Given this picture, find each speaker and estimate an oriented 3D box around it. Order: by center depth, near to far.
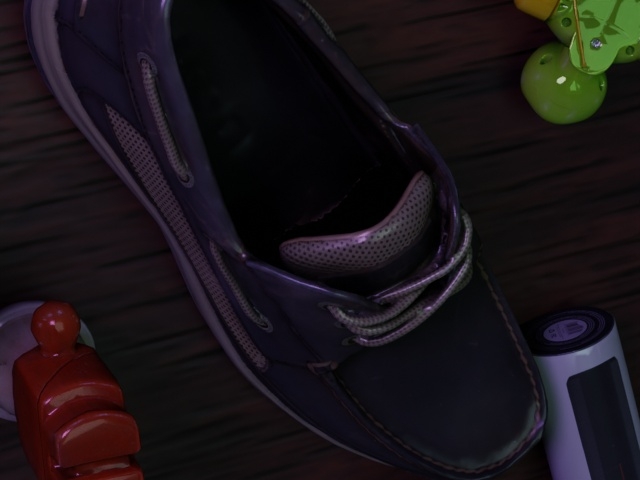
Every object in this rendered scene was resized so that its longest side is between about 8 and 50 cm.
[{"bbox_3d":[0.147,0.107,1.002,0.055,0.055,0.136,-24,113,-18],"label":"speaker"}]

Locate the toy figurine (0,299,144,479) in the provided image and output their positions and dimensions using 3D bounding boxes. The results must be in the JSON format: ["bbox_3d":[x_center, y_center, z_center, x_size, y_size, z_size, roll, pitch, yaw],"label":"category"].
[{"bbox_3d":[-0.203,0.085,0.786,0.213,0.148,0.209,36,92,-30],"label":"toy figurine"}]

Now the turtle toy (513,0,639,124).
[{"bbox_3d":[0.142,-0.120,0.935,0.095,0.066,0.130,24,95,-5],"label":"turtle toy"}]

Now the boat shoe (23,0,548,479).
[{"bbox_3d":[0.000,0.000,0.861,0.132,0.130,0.355,-46,117,-8],"label":"boat shoe"}]
